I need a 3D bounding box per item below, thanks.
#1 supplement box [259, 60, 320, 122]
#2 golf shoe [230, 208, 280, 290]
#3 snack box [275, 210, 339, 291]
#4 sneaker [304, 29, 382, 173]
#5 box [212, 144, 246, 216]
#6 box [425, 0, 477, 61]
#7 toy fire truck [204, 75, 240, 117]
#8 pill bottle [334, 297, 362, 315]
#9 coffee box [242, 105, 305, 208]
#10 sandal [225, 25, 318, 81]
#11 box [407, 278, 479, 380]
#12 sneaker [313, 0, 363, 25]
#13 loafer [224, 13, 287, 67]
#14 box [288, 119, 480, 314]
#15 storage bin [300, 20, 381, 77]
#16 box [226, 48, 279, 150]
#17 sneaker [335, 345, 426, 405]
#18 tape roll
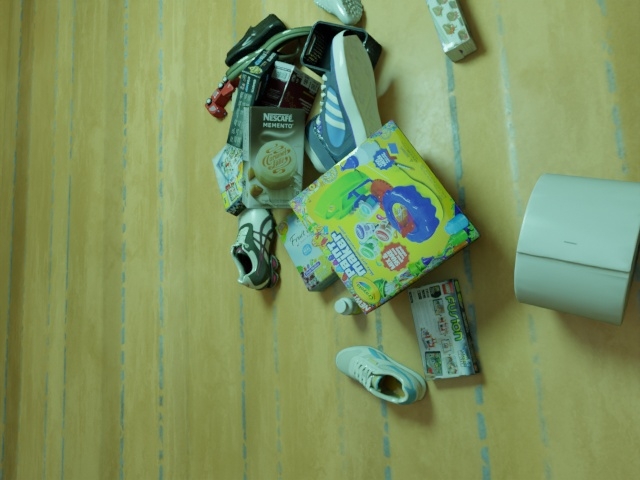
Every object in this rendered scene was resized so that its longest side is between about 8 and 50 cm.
[{"bbox_3d":[-0.101,-0.341,1.360,0.073,0.130,0.239,27,100,32],"label":"supplement box"},{"bbox_3d":[-0.188,0.001,1.385,0.105,0.120,0.273,-23,71,31],"label":"golf shoe"},{"bbox_3d":[0.000,0.000,1.291,0.174,0.070,0.207,-41,63,22],"label":"snack box"},{"bbox_3d":[0.017,-0.318,1.235,0.236,0.130,0.323,-4,109,38],"label":"sneaker"},{"bbox_3d":[-0.226,-0.203,1.435,0.159,0.044,0.233,-40,48,21],"label":"box"},{"bbox_3d":[0.281,-0.577,1.178,0.063,0.067,0.324,-23,73,29],"label":"box"},{"bbox_3d":[-0.259,-0.433,1.523,0.192,0.047,0.135,-46,62,20],"label":"toy fire truck"},{"bbox_3d":[0.069,0.160,1.219,0.043,0.083,0.043,-5,82,33],"label":"pill bottle"},{"bbox_3d":[-0.121,-0.209,1.266,0.098,0.141,0.247,-140,50,-67],"label":"coffee box"},{"bbox_3d":[-0.128,-0.518,1.418,0.302,0.120,0.086,-24,106,22],"label":"sandal"},{"bbox_3d":[0.269,0.198,1.112,0.114,0.036,0.207,-17,75,30],"label":"box"},{"bbox_3d":[0.034,-0.650,1.347,0.095,0.090,0.235,-40,60,37],"label":"sneaker"},{"bbox_3d":[-0.194,-0.587,1.489,0.220,0.080,0.078,-27,61,22],"label":"loafer"},{"bbox_3d":[0.142,-0.044,1.084,0.279,0.177,0.290,-38,79,15],"label":"box"},{"bbox_3d":[0.052,-0.483,1.305,0.180,0.084,0.122,27,100,33],"label":"storage bin"},{"bbox_3d":[-0.182,-0.379,1.351,0.051,0.175,0.220,22,129,-1],"label":"box"},{"bbox_3d":[0.126,0.306,1.160,0.228,0.092,0.087,15,94,35],"label":"sneaker"},{"bbox_3d":[0.462,0.011,0.887,0.169,0.246,0.246,13,91,34],"label":"tape roll"}]
